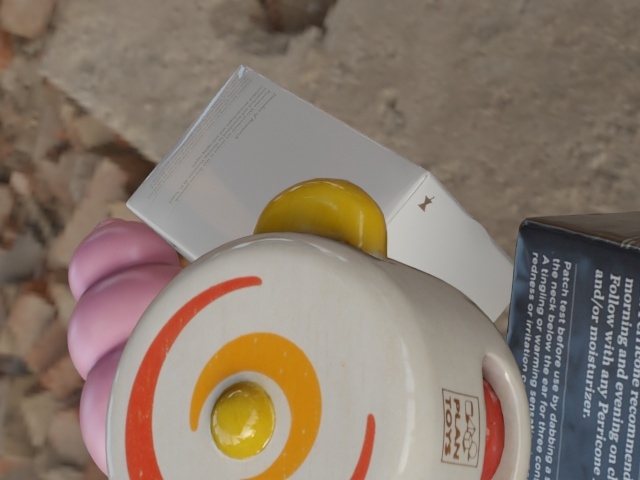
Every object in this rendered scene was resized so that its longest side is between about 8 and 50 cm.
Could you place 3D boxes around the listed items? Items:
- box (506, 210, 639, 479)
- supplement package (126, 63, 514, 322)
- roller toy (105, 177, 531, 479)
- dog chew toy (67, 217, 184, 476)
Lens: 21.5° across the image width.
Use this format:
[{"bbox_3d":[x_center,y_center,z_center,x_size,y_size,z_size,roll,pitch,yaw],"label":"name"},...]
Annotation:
[{"bbox_3d":[0.444,0.150,1.100,0.472,0.480,0.297,19,108,54],"label":"box"},{"bbox_3d":[0.000,0.000,1.488,0.175,0.177,0.293,-51,41,-5],"label":"supplement package"},{"bbox_3d":[-0.003,0.094,0.842,0.209,0.146,0.191,-49,59,13],"label":"roller toy"},{"bbox_3d":[-0.194,0.121,1.920,0.206,0.207,0.331,-43,57,34],"label":"dog chew toy"}]
